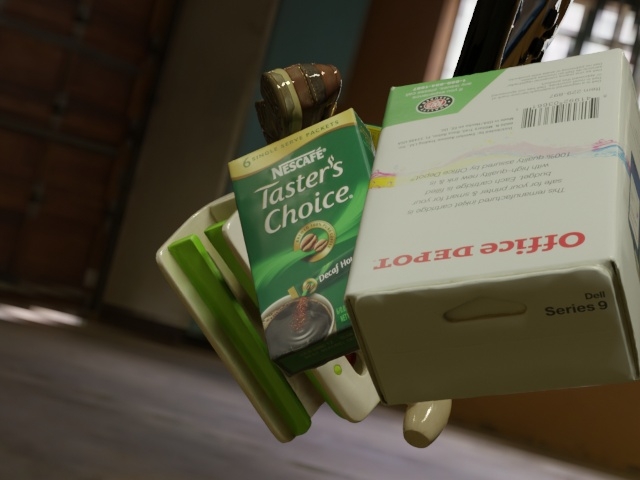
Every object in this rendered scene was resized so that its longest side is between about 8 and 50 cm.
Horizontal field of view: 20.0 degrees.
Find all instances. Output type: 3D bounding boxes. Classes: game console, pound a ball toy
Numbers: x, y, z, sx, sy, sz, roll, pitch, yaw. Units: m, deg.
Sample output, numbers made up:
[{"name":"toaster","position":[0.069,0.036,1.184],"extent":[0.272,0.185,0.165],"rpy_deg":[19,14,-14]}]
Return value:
[{"name":"game console","position":[0.198,-0.276,1.475],"extent":[0.060,0.387,0.342],"rpy_deg":[21,38,7]},{"name":"pound a ball toy","position":[-0.001,0.085,2.000],"extent":[0.208,0.319,0.136],"rpy_deg":[-21,19,42]}]

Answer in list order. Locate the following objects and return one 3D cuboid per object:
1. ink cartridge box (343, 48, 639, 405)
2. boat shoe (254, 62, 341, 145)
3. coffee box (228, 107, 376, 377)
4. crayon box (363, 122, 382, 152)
[{"name":"ink cartridge box","position":[0.110,-0.010,1.068],"extent":[0.154,0.093,0.212],"rpy_deg":[-8,34,17]},{"name":"boat shoe","position":[-0.015,-0.101,1.473],"extent":[0.060,0.064,0.178],"rpy_deg":[-21,-9,-9]},{"name":"coffee box","position":[0.000,0.000,1.343],"extent":[0.113,0.184,0.040],"rpy_deg":[-22,-35,14]},{"name":"crayon box","position":[0.126,-0.031,2.269],"extent":[0.081,0.202,0.318],"rpy_deg":[5,8,-27]}]
